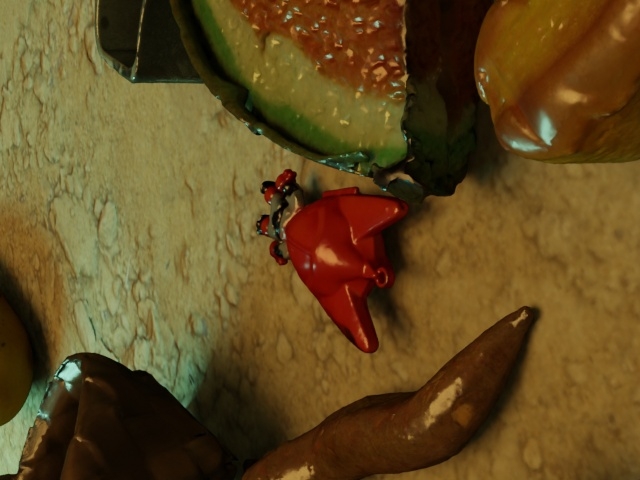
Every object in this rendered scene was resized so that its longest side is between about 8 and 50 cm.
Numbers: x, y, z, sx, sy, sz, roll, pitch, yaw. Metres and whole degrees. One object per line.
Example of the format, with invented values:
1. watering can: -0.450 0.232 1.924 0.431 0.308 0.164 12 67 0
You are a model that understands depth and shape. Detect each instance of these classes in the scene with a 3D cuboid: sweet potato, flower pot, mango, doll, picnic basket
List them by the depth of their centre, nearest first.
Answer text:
1. sweet potato: 0.046 0.132 0.686 0.059 0.067 0.281 46 134 -10
2. doll: 0.000 0.000 0.731 0.169 0.057 0.109 28 113 47
3. flower pot: -0.099 -0.237 0.796 0.103 0.108 0.229 48 128 39
4. picnic basket: -0.266 0.242 0.806 0.293 0.338 0.337 -178 84 -70
5. mango: -0.446 0.138 1.267 0.254 0.139 0.175 47 117 49

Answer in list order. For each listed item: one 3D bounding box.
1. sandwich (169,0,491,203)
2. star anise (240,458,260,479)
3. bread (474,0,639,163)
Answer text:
1. sandwich: 0.015 -0.155 0.664 0.292 0.109 0.212 24 103 44
2. star anise: -0.059 0.234 0.832 0.097 0.070 0.190 -51 48 9
3. bread: 0.161 -0.134 0.452 0.245 0.094 0.102 -53 51 40
